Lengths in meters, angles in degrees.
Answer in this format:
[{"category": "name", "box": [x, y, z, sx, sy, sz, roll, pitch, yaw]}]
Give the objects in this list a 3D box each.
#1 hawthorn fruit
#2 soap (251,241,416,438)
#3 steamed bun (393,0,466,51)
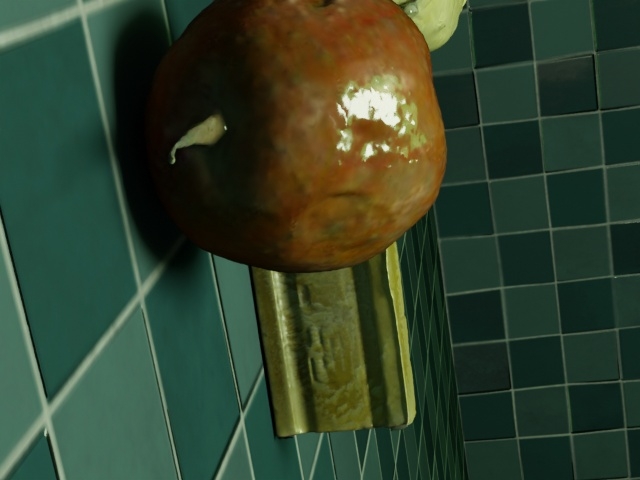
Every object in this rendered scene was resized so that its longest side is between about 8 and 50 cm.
[{"category": "hawthorn fruit", "box": [-0.028, -0.060, 0.546, 0.189, 0.149, 0.149, 13, 67, -43]}, {"category": "soap", "box": [0.000, 0.000, 0.730, 0.037, 0.092, 0.252, -49, 133, -75]}, {"category": "steamed bun", "box": [0.032, -0.259, 0.900, 0.273, 0.166, 0.232, -50, 144, -69]}]
